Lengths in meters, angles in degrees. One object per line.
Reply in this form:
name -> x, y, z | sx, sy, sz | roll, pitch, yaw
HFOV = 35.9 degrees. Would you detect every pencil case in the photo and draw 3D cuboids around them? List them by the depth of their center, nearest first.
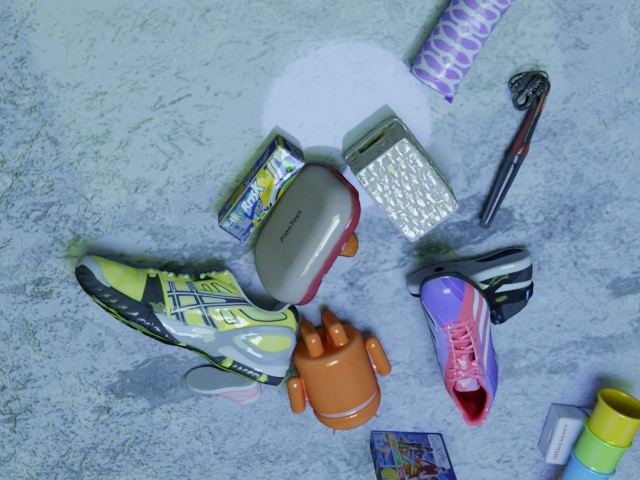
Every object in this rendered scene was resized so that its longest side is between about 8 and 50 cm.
pencil case -> 0.220, -0.316, 1.498 | 0.088, 0.086, 0.206 | 20, 113, -38

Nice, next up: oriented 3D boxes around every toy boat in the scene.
toy boat -> 0.000, 0.000, 1.596 | 0.151, 0.151, 0.231 | 16, 114, -42

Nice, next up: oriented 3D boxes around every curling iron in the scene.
curling iron -> 0.307, -0.147, 1.600 | 0.068, 0.035, 0.274 | 13, 111, -6

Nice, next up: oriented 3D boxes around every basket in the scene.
basket -> 0.130, -0.094, 1.569 | 0.113, 0.103, 0.167 | -38, 110, 10

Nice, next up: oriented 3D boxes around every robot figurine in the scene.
robot figurine -> 0.027, 0.232, 1.686 | 0.128, 0.158, 0.220 | 1, 120, 39

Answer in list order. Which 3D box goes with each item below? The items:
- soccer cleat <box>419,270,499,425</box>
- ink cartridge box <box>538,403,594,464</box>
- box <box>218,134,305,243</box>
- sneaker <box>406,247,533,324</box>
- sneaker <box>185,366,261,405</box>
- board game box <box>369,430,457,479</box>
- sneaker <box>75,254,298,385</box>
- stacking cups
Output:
soccer cleat -> 0.236, 0.180, 1.635 | 0.108, 0.116, 0.318 | -7, 135, 16
ink cartridge box -> 0.482, 0.361, 1.817 | 0.135, 0.056, 0.099 | 9, 111, -9
box -> -0.096, -0.083, 1.578 | 0.054, 0.059, 0.169 | 34, 106, -18
sneaker -> 0.260, 0.096, 1.674 | 0.216, 0.079, 0.121 | -13, 114, 0
sneaker -> -0.165, 0.258, 1.721 | 0.134, 0.051, 0.070 | -1, 141, 14
board game box -> 0.166, 0.406, 1.730 | 0.136, 0.201, 0.035 | 4, 113, -6
sneaker -> -0.216, 0.105, 1.628 | 0.384, 0.145, 0.147 | 26, 78, -12
stacking cups -> 0.481, 0.417, 1.767 | 0.096, 0.096, 0.316 | 13, 115, -10
